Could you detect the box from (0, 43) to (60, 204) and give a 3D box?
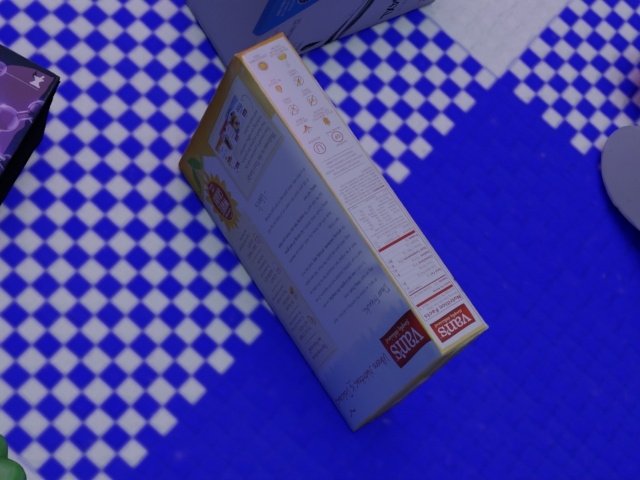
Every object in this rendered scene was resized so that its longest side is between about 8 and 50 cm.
[{"bbox_3d":[-0.334,-0.083,0.988,0.261,0.103,0.184,28,59,-6],"label":"box"}]

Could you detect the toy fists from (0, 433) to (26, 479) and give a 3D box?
[{"bbox_3d":[-0.245,0.229,0.861,0.142,0.096,0.279,4,49,-2],"label":"toy fists"}]

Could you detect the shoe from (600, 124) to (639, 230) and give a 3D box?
[{"bbox_3d":[0.296,-0.015,1.200,0.081,0.063,0.178,20,31,-50],"label":"shoe"}]

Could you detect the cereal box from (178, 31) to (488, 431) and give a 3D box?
[{"bbox_3d":[0.000,0.000,1.024,0.047,0.173,0.240,-29,80,-28],"label":"cereal box"}]

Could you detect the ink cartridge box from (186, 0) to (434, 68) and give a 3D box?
[{"bbox_3d":[0.016,-0.221,1.140,0.203,0.148,0.086,-25,76,-26],"label":"ink cartridge box"}]
